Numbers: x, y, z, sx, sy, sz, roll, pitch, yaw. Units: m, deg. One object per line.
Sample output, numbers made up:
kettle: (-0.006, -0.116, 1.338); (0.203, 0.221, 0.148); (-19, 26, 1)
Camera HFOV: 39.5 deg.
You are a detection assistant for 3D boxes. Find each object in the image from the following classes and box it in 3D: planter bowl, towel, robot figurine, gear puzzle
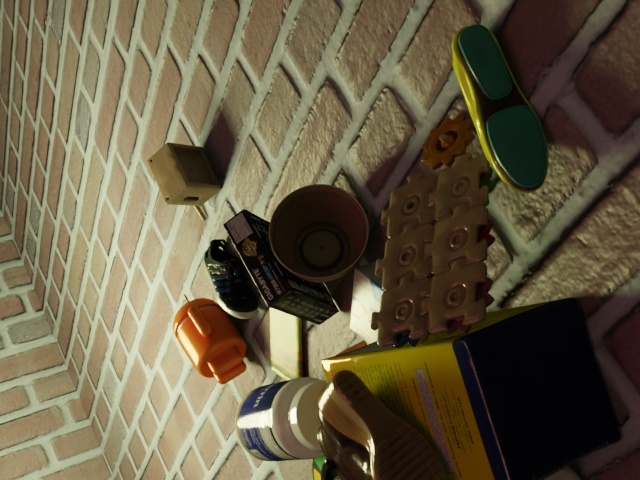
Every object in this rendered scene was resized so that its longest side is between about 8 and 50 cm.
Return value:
planter bowl: (0.000, 0.000, 1.485); (0.109, 0.162, 0.162); (80, 164, -72)
towel: (-0.065, 0.177, 1.787); (0.102, 0.021, 0.237); (25, 124, 45)
robot figurine: (-0.250, 0.219, 1.999); (0.128, 0.158, 0.219); (-53, 54, 19)
gear puzzle: (0.155, -0.020, 1.154); (0.175, 0.044, 0.339); (-21, 49, 39)

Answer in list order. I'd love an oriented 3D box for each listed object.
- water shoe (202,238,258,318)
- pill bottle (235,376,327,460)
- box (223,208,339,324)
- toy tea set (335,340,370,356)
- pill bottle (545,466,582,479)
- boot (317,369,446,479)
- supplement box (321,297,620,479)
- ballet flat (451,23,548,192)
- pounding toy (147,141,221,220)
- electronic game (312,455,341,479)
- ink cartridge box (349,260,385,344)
water shoe: (-0.195, 0.080, 1.897); (0.203, 0.073, 0.080); (50, 140, 34)
pill bottle: (-0.047, 0.341, 1.700); (0.264, 0.153, 0.153); (-26, 81, 58)
box: (-0.065, 0.050, 1.559); (0.051, 0.220, 0.175); (-36, 67, 12)
toy tea set: (0.132, 0.318, 1.476); (0.200, 0.124, 0.336); (-145, 36, -88)
pill bottle: (0.250, 0.368, 1.248); (0.229, 0.131, 0.131); (-17, 89, 59)
boot: (0.078, 0.304, 1.194); (0.248, 0.090, 0.207); (55, 157, 27)
supplement box: (0.188, 0.214, 1.217); (0.356, 0.194, 0.195); (-21, 86, 60)
ballet flat: (0.222, -0.161, 1.122); (0.077, 0.077, 0.231); (112, 140, -75)
pounding toy: (-0.286, -0.123, 1.908); (0.100, 0.141, 0.130); (-35, 71, 28)
electronic game: (0.052, 0.494, 1.711); (0.229, 0.048, 0.229); (32, 130, 49)
ink cartridge box: (0.096, 0.110, 1.457); (0.088, 0.052, 0.122); (37, 135, 45)
